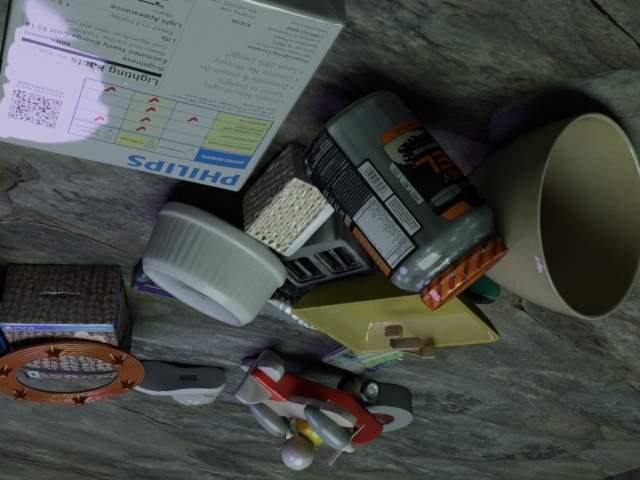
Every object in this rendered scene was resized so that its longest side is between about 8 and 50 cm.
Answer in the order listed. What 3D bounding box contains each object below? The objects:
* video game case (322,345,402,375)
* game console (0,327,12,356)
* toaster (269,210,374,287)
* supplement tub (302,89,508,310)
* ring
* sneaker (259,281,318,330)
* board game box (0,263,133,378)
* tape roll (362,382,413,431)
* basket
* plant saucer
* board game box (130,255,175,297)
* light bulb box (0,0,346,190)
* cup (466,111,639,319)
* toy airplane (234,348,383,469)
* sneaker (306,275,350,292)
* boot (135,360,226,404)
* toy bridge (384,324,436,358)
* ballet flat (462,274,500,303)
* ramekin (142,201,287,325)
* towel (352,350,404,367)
[{"bbox_3d":[0.108,0.303,2.279,0.157,0.019,0.143,25,139,-36],"label":"video game case"},{"bbox_3d":[-0.777,0.136,1.822,0.173,0.250,0.293,-23,154,-17],"label":"game console"},{"bbox_3d":[0.000,0.000,1.686,0.168,0.110,0.186,-16,146,20],"label":"toaster"},{"bbox_3d":[0.133,-0.059,1.368,0.193,0.316,0.193,-36,169,-8],"label":"supplement tub"},{"bbox_3d":[-0.557,0.305,1.943,0.336,0.032,0.337,-6,149,-3],"label":"ring"},{"bbox_3d":[-0.100,0.143,1.957,0.228,0.086,0.132,34,140,-30],"label":"sneaker"},{"bbox_3d":[-0.545,0.184,1.929,0.232,0.141,0.291,1,149,-5],"label":"board game box"},{"bbox_3d":[0.153,0.480,2.521,0.219,0.072,0.219,-1,150,-1],"label":"tape roll"},{"bbox_3d":[-0.052,-0.074,1.536,0.103,0.113,0.167,26,125,-28],"label":"basket"},{"bbox_3d":[0.159,0.138,1.781,0.332,0.081,0.332,-9,154,26],"label":"plant saucer"},{"bbox_3d":[-0.293,0.070,1.845,0.170,0.048,0.141,14,144,-24],"label":"board game box"},{"bbox_3d":[-0.204,-0.276,1.110,0.357,0.225,0.361,11,147,-22],"label":"light bulb box"},{"bbox_3d":[0.364,-0.041,1.492,0.331,0.331,0.237,28,163,-39],"label":"cup"},{"bbox_3d":[-0.053,0.444,2.255,0.384,0.273,0.386,11,166,17],"label":"toy airplane"},{"bbox_3d":[0.030,0.124,1.898,0.101,0.106,0.267,-14,145,21],"label":"sneaker"},{"bbox_3d":[-0.384,0.388,2.315,0.258,0.095,0.123,8,141,-17],"label":"boot"},{"bbox_3d":[0.176,0.213,1.823,0.063,0.026,0.188,-8,156,30],"label":"toy bridge"},{"bbox_3d":[0.270,0.079,1.852,0.096,0.095,0.280,-17,146,38],"label":"ballet flat"},{"bbox_3d":[-0.205,0.053,1.634,0.272,0.127,0.273,26,164,8],"label":"ramekin"},{"bbox_3d":[0.136,0.262,2.187,0.113,0.023,0.152,-17,143,12],"label":"towel"}]
